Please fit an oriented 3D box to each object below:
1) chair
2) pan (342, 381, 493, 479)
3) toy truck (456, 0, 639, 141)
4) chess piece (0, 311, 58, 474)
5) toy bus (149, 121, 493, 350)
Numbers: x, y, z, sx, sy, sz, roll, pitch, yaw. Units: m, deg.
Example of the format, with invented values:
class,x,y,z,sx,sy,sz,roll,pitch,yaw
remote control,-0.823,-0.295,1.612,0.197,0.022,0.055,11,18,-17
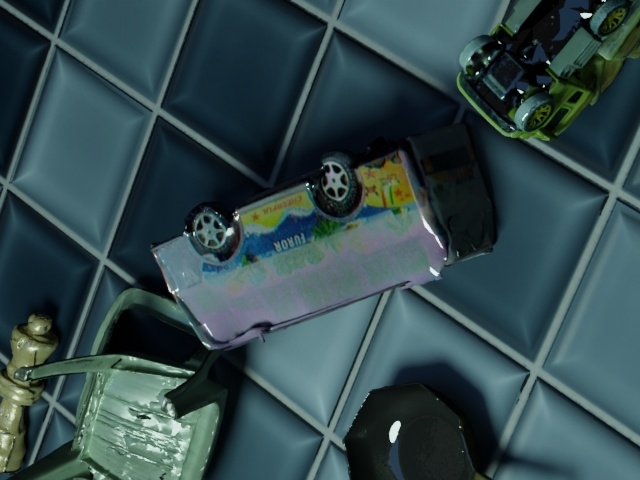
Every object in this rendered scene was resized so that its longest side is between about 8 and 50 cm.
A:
class,x,y,z,sx,sy,sz,roll,pitch,yaw
chair,-0.186,0.165,1.791,0.190,0.275,0.203,22,105,14
pan,0.107,0.206,1.627,0.202,0.048,0.128,43,118,33
toy truck,0.203,-0.166,1.497,0.085,0.116,0.191,48,110,29
chess piece,-0.310,0.153,1.981,0.060,0.060,0.172,33,112,35
toy bus,0.000,0.000,1.683,0.317,0.112,0.138,-23,87,40
